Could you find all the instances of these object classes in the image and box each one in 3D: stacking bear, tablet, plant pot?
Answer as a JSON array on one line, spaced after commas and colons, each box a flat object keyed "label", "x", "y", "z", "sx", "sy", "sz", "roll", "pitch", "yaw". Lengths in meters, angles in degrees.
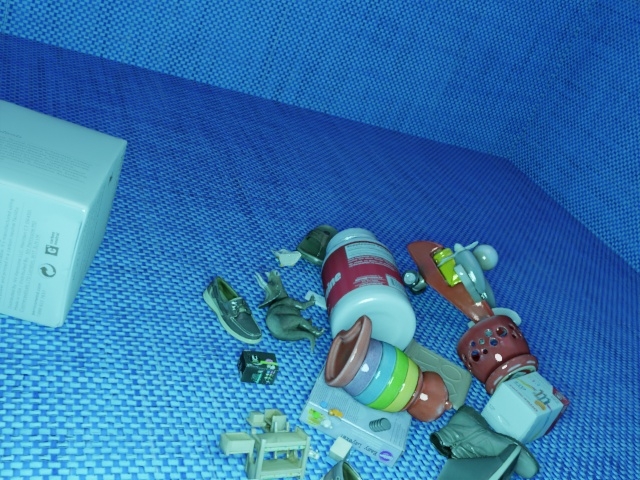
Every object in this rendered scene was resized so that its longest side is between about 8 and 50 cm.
[{"label": "stacking bear", "x": 0.169, "y": 0.324, "z": 1.604, "sx": 0.289, "sy": 0.175, "sz": 0.164, "roll": 29, "pitch": 55, "yaw": -12}, {"label": "tablet", "x": -0.003, "y": 0.176, "z": 2.044, "sx": 0.083, "sy": 0.006, "sz": 0.054, "roll": 26, "pitch": 26, "yaw": 4}, {"label": "plant pot", "x": 0.512, "y": 0.336, "z": 1.972, "sx": 0.191, "sy": 0.191, "sz": 0.174, "roll": 3, "pitch": 40, "yaw": -35}]

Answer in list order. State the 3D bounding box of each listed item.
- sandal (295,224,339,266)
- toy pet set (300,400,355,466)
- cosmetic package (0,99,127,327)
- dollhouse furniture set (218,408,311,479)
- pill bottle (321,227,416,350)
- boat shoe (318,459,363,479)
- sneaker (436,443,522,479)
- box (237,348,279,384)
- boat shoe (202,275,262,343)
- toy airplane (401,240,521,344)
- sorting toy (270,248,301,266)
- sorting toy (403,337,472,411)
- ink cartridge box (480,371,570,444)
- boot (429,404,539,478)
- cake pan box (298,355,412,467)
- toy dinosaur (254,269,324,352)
[{"label": "sandal", "x": -0.001, "y": -0.001, "z": 2.284, "sx": 0.120, "sy": 0.086, "sz": 0.303, "roll": 24, "pitch": 26, "yaw": 0}, {"label": "toy pet set", "x": 0.017, "y": 0.438, "z": 1.507, "sx": 0.114, "sy": 0.065, "sz": 0.122, "roll": 29, "pitch": 52, "yaw": 18}, {"label": "cosmetic package", "x": -0.677, "y": -0.074, "z": 1.595, "sx": 0.327, "sy": 0.329, "sz": 0.394, "roll": 17, "pitch": 28, "yaw": -12}, {"label": "dollhouse furniture set", "x": -0.142, "y": 0.423, "z": 1.418, "sx": 0.182, "sy": 0.101, "sz": 0.161, "roll": 6, "pitch": 6, "yaw": -30}, {"label": "pill bottle", "x": 0.122, "y": 0.136, "z": 1.970, "sx": 0.229, "sy": 0.229, "sz": 0.408, "roll": 16, "pitch": 27, "yaw": -15}, {"label": "boat shoe", "x": 0.090, "y": 0.551, "z": 1.325, "sx": 0.102, "sy": 0.092, "sz": 0.285, "roll": 5, "pitch": 33, "yaw": -39}, {"label": "sneaker", "x": 0.365, "y": 0.512, "z": 1.576, "sx": 0.118, "sy": 0.083, "sz": 0.222, "roll": 27, "pitch": 37, "yaw": 34}, {"label": "box", "x": -0.148, "y": 0.302, "z": 1.642, "sx": 0.083, "sy": 0.052, "sz": 0.062, "roll": 11, "pitch": 30, "yaw": -22}, {"label": "boat shoe", "x": -0.225, "y": 0.176, "z": 1.787, "sx": 0.080, "sy": 0.073, "sz": 0.223, "roll": -6, "pitch": 39, "yaw": -45}, {"label": "toy airplane", "x": 0.479, "y": 0.140, "z": 2.183, "sx": 0.384, "sy": 0.272, "sz": 0.386, "roll": 39, "pitch": -1, "yaw": -20}, {"label": "sorting toy", "x": -0.118, "y": 0.045, "z": 2.159, "sx": 0.083, "sy": 0.045, "sz": 0.075, "roll": -1, "pitch": 28, "yaw": -40}, {"label": "sorting toy", "x": 0.313, "y": 0.374, "z": 1.908, "sx": 0.208, "sy": 0.038, "sz": 0.193, "roll": 33, "pitch": 27, "yaw": 8}, {"label": "ink cartridge box", "x": 0.546, "y": 0.450, "z": 1.846, "sx": 0.176, "sy": 0.127, "sz": 0.128, "roll": -5, "pitch": 38, "yaw": -42}, {"label": "boot", "x": 0.390, "y": 0.522, "z": 1.670, "sx": 0.246, "sy": 0.083, "sz": 0.161, "roll": 35, "pitch": 41, "yaw": 22}, {"label": "cake pan box", "x": 0.099, "y": 0.389, "z": 1.666, "sx": 0.245, "sy": 0.070, "sz": 0.267, "roll": 27, "pitch": 26, "yaw": 2}, {"label": "toy dinosaur", "x": -0.084, "y": 0.215, "z": 1.822, "sx": 0.160, "sy": 0.121, "sz": 0.313, "roll": 2, "pitch": 36, "yaw": -16}]
